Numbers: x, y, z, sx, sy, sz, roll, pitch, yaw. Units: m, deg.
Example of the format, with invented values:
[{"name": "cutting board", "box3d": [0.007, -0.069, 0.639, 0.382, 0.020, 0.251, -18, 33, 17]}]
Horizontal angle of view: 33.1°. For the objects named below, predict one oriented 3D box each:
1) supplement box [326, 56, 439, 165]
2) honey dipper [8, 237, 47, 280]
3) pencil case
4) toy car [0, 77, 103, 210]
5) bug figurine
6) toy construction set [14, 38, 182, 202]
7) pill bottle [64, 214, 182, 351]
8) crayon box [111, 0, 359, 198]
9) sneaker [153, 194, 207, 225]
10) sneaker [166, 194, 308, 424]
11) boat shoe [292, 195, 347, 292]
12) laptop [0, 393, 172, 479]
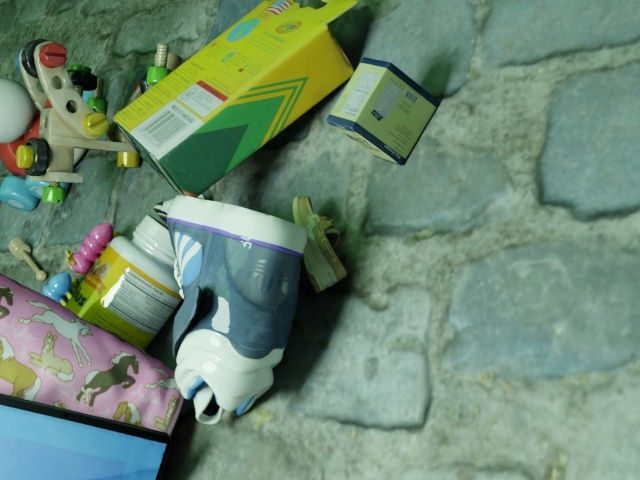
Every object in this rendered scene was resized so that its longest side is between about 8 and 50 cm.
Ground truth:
[{"name": "supplement box", "box3d": [0.068, -0.141, 1.176, 0.083, 0.083, 0.056, -59, 33, -3]}, {"name": "honey dipper", "box3d": [-0.490, 0.036, 1.816, 0.030, 0.030, 0.161, -57, 37, 2]}, {"name": "pencil case", "box3d": [-0.338, 0.142, 1.212, 0.167, 0.386, 0.160, -63, 23, -7]}, {"name": "toy car", "box3d": [-0.542, -0.207, 1.885, 0.210, 0.238, 0.219, -11, 55, 48]}, {"name": "bug figurine", "box3d": [-0.339, 0.085, 1.536, 0.216, 0.072, 0.279, -54, 33, 6]}, {"name": "toy construction set", "box3d": [-0.314, -0.164, 1.628, 0.309, 0.257, 0.237, 3, 83, 29]}, {"name": "pill bottle", "box3d": [-0.250, 0.077, 1.378, 0.215, 0.117, 0.117, -54, 33, -2]}, {"name": "crayon box", "box3d": [-0.097, -0.201, 1.385, 0.318, 0.081, 0.202, -39, 32, -7]}, {"name": "sneaker", "box3d": [-0.190, -0.043, 1.483, 0.109, 0.040, 0.043, 6, 52, 50]}, {"name": "sneaker", "box3d": [-0.123, 0.080, 1.210, 0.323, 0.130, 0.236, 9, 83, 68]}, {"name": "boat shoe", "box3d": [0.000, 0.000, 1.190, 0.045, 0.050, 0.135, -18, 49, 4]}, {"name": "laptop", "box3d": [-0.302, 0.319, 1.119, 0.136, 0.234, 0.264, 121, 161, -57]}]
